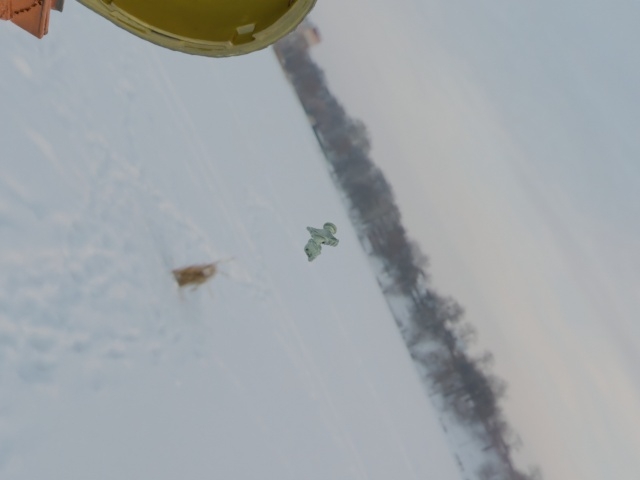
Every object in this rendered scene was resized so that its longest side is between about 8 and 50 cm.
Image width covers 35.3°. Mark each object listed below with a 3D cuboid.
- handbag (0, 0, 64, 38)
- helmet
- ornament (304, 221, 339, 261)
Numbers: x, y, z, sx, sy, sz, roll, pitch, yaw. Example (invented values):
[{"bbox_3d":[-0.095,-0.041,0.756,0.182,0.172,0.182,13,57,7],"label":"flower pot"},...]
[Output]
[{"bbox_3d":[-0.649,-0.549,1.769,0.303,0.410,0.116,118,-10,-52],"label":"handbag"},{"bbox_3d":[-0.112,-0.285,0.876,0.140,0.257,0.205,-75,-174,-49],"label":"helmet"},{"bbox_3d":[0.001,-0.002,1.937,0.068,0.092,0.041,45,-37,32],"label":"ornament"}]
